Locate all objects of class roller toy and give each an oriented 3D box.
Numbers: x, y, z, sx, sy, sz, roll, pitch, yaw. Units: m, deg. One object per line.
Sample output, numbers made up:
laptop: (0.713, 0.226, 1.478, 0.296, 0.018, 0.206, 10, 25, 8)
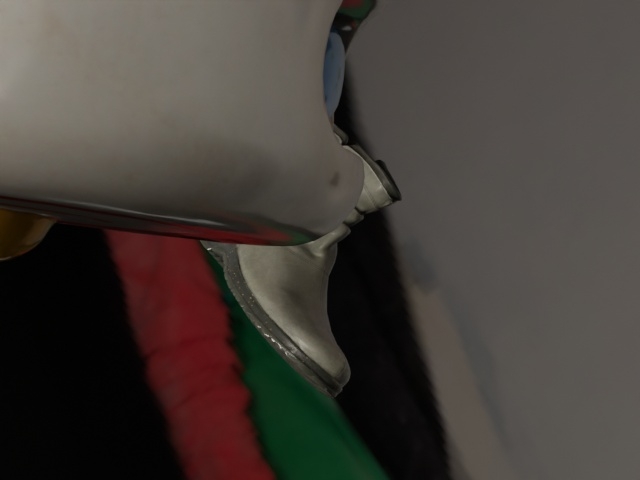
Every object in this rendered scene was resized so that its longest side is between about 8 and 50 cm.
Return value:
roller toy: (-0.079, -0.068, 0.446, 0.209, 0.191, 0.146, 10, -93, -42)

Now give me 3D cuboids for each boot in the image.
boot: (0.000, 0.000, 1.407, 0.083, 0.161, 0.246, 51, -178, -46)
